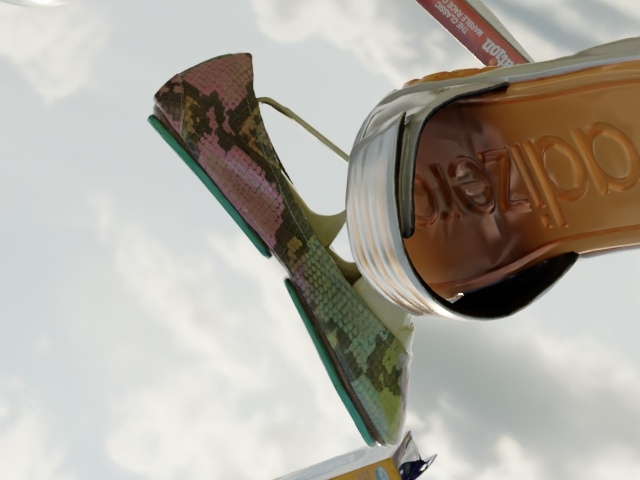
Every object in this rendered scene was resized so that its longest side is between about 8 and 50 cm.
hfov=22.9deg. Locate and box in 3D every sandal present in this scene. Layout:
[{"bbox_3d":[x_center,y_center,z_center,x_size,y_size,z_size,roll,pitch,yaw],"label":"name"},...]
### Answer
[{"bbox_3d":[0.064,-0.019,0.618,0.076,0.265,0.102,-30,-84,-28],"label":"sandal"}]

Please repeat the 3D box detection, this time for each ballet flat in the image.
[{"bbox_3d":[0.000,0.000,0.803,0.221,0.079,0.077,56,180,-3],"label":"ballet flat"}]

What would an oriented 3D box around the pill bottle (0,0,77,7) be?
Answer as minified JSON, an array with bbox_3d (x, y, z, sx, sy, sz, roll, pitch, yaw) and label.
[{"bbox_3d":[-0.249,-0.283,1.031,0.204,0.204,0.361,35,-174,13],"label":"pill bottle"}]

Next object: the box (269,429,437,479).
[{"bbox_3d":[0.015,0.172,1.131,0.028,0.136,0.081,66,-166,-1],"label":"box"}]

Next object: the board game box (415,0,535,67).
[{"bbox_3d":[0.067,-0.197,1.131,0.281,0.027,0.145,36,-165,-40],"label":"board game box"}]
